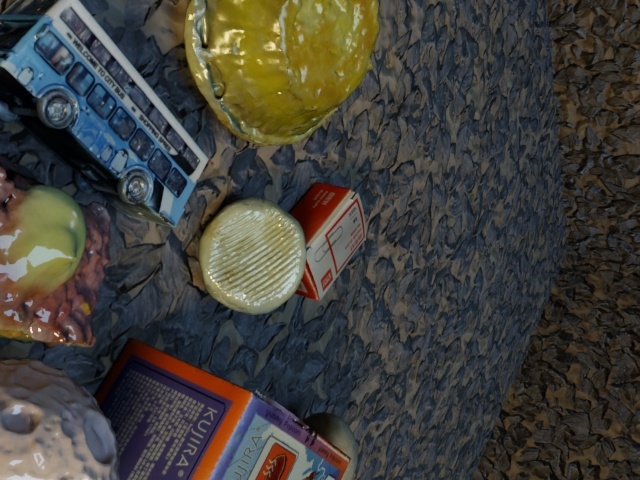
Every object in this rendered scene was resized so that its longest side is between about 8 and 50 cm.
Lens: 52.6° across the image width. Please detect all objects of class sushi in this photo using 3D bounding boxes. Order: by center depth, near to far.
[{"bbox_3d":[-0.318,0.002,0.607,0.270,0.236,0.171,40,58,-53],"label":"sushi"}]

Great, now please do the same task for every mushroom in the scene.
[{"bbox_3d":[-0.040,0.420,1.235,0.206,0.209,0.207,18,90,-86],"label":"mushroom"}]

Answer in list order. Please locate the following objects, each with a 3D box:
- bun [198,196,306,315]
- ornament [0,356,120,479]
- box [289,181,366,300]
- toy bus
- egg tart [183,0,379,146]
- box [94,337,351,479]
[{"bbox_3d":[-0.113,0.023,1.025,0.183,0.102,0.184,1,88,-23],"label":"bun"},{"bbox_3d":[-0.339,0.242,0.654,0.259,0.225,0.260,-11,112,-28],"label":"ornament"},{"bbox_3d":[0.000,0.000,1.184,0.182,0.099,0.133,-50,140,-33],"label":"box"},{"bbox_3d":[-0.257,-0.138,0.756,0.131,0.106,0.297,-64,146,-22],"label":"toy bus"},{"bbox_3d":[-0.033,-0.322,0.975,0.387,0.168,0.388,-26,124,-44],"label":"egg tart"},{"bbox_3d":[-0.185,0.380,0.911,0.349,0.256,0.319,-61,143,-21],"label":"box"}]
